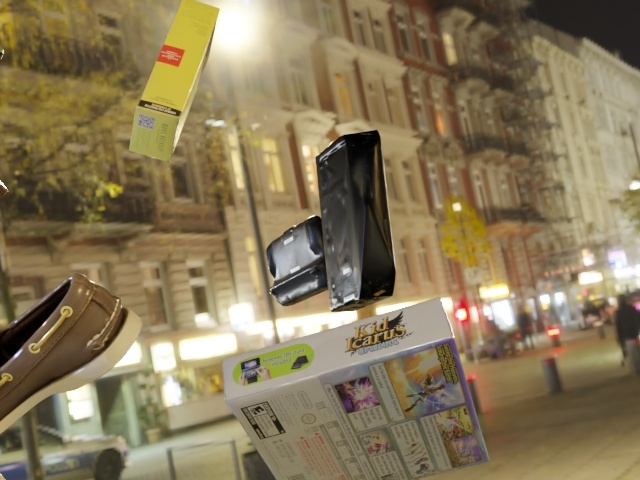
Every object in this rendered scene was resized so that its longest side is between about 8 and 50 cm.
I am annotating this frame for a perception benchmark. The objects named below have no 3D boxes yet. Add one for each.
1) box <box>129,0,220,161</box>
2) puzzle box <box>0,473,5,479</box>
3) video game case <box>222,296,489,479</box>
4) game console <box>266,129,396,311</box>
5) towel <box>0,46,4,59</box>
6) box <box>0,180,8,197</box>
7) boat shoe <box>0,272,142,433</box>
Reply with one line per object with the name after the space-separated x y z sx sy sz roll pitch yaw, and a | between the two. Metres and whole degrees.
-0.190 -0.217 1.205 0.058 0.232 0.087 17 -39 -6 | box
-0.397 0.314 0.908 0.409 0.272 0.052 36 22 33 | puzzle box
0.049 0.195 1.029 0.244 0.061 0.270 -16 -44 6 | video game case
0.000 0.000 1.248 0.043 0.213 0.361 0 -13 -24 | game console
-0.383 -0.253 0.611 0.040 0.370 0.271 -43 13 3 | towel
-0.705 -0.157 1.483 0.191 0.381 0.143 -43 -25 -9 | box
-0.350 0.142 1.013 0.324 0.097 0.117 -30 29 20 | boat shoe
